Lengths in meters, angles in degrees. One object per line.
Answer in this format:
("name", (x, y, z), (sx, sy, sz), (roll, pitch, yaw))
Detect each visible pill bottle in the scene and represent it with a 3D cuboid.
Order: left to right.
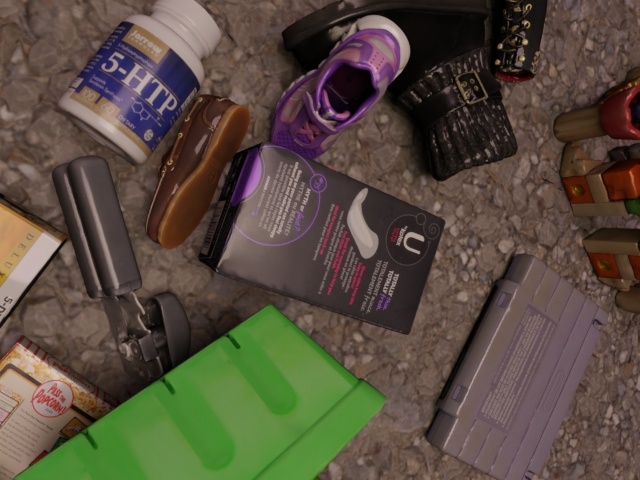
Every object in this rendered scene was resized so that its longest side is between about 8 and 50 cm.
("pill bottle", (-0.204, -0.194, 0.592), (0.112, 0.112, 0.187), (36, 79, -20))

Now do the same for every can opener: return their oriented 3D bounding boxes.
("can opener", (-0.238, 0.037, 0.622), (0.095, 0.075, 0.284), (-23, 102, -53))

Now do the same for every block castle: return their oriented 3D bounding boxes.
("block castle", (0.643, -0.091, 0.890), (0.302, 0.212, 0.454), (-30, 103, -18))

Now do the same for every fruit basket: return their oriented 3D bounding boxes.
("fruit basket", (-0.076, 0.300, 0.524), (0.391, 0.283, 0.393), (11, 63, -22))

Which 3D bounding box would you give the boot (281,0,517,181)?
("boot", (0.131, -0.207, 0.718), (0.347, 0.131, 0.261), (-14, 98, -22))

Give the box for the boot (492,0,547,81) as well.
("boot", (0.299, -0.354, 0.762), (0.236, 0.085, 0.179), (-3, 99, -60))

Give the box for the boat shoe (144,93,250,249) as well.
("boat shoe", (-0.167, -0.091, 0.640), (0.073, 0.073, 0.207), (24, 78, 16))

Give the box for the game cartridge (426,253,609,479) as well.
("game cartridge", (0.343, 0.226, 0.864), (0.230, 0.068, 0.355), (32, 80, -16))

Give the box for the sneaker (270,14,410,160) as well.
("sneaker", (0.006, -0.163, 0.620), (0.095, 0.236, 0.105), (36, 42, -17))

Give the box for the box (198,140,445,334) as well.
("box", (0.000, 0.000, 0.665), (0.270, 0.143, 0.165), (21, 86, -21))

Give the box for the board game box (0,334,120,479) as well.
("board game box", (-0.357, 0.233, 0.582), (0.147, 0.045, 0.193), (44, 76, -18))

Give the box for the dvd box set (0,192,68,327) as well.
("dvd box set", (-0.527, 0.002, 0.482), (0.420, 0.062, 0.308), (38, 84, -19))
